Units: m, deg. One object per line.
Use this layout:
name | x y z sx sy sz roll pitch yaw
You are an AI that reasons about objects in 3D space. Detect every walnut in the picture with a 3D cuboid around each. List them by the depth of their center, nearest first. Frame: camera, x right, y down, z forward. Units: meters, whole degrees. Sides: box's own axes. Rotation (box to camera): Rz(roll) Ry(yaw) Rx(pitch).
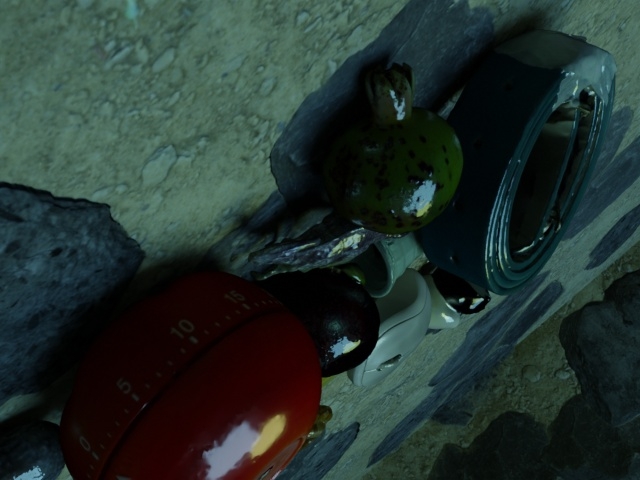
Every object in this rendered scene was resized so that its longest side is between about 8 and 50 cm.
walnut | -0.049 0.386 1.725 0.143 0.069 0.170 -52 158 17

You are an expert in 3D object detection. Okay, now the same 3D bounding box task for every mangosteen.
mangosteen | -0.011 0.126 1.406 0.216 0.216 0.216 -36 157 -18

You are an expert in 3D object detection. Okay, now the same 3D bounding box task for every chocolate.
chocolate | -0.446 0.319 1.122 0.248 0.110 0.110 -17 146 -48

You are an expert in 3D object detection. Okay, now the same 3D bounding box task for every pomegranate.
pomegranate | 0.101 -0.124 1.180 0.202 0.202 0.248 -30 124 -30

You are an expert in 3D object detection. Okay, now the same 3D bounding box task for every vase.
vase | 0.174 -0.033 1.507 0.298 0.143 0.143 -33 156 -33

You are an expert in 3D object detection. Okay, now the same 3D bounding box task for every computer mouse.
computer mouse | 0.156 0.187 1.762 0.297 0.121 0.184 -54 163 -52

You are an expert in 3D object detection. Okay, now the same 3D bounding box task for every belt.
belt | 0.330 -0.130 1.402 0.300 0.173 0.437 13 97 -52

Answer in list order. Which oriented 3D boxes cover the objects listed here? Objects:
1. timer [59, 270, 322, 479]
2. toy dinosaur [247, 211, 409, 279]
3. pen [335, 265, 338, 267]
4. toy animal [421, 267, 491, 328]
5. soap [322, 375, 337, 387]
timer | -0.171 0.236 1.185 0.378 0.279 0.378 -44 161 -20
toy dinosaur | 0.001 0.008 1.274 0.294 0.077 0.162 -25 -174 -38
pen | 0.040 0.064 1.586 0.025 0.025 0.204 -46 158 7
toy animal | 0.286 0.121 1.960 0.179 0.166 0.138 -37 131 12
soap | -0.072 0.282 1.706 0.315 0.091 0.199 -35 158 -19
